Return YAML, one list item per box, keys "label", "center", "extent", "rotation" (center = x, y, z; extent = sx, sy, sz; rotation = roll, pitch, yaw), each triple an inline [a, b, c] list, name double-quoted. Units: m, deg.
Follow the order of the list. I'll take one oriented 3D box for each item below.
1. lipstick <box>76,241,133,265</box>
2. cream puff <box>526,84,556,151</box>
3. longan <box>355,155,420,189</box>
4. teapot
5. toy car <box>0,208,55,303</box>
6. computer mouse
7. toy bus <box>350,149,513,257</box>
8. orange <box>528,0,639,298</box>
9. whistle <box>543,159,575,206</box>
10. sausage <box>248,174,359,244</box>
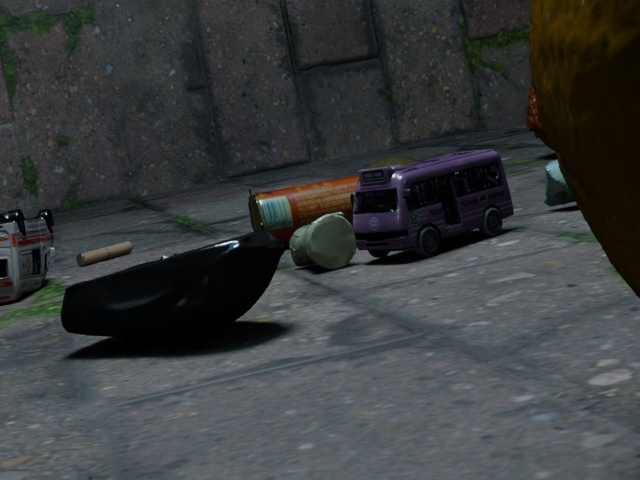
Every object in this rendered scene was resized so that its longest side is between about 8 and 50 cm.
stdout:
- label: "lipstick"
  center: [-0.313, 0.019, 1.812]
  extent: [0.019, 0.019, 0.094]
  rotation: [-4, 8, 41]
- label: "cream puff"
  center: [0.514, -0.273, 2.138]
  extent: [0.350, 0.228, 0.350]
  rotation: [-13, 8, 2]
- label: "longan"
  center: [0.098, -0.054, 1.495]
  extent: [0.113, 0.092, 0.113]
  rotation: [0, -13, 0]
- label: "teapot"
  center: [0.000, 0.000, 1.322]
  extent: [0.057, 0.067, 0.083]
  rotation: [34, -17, -17]
- label: "toy car"
  center: [-0.395, 0.020, 1.588]
  extent: [0.089, 0.108, 0.209]
  rotation: [-12, 2, 3]
- label: "computer mouse"
  center: [-0.119, 0.046, 1.047]
  extent: [0.217, 0.073, 0.122]
  rotation: [-13, 1, 39]
- label: "toy bus"
  center: [0.115, -0.042, 1.316]
  extent: [0.178, 0.098, 0.087]
  rotation: [-17, 10, -41]
- label: "orange"
  center: [0.248, -0.087, 0.551]
  extent: [0.322, 0.322, 0.357]
  rotation: [-9, 12, 13]
- label: "whistle"
  center: [0.411, -0.090, 1.434]
  extent: [0.312, 0.062, 0.062]
  rotation: [-11, 7, -1]
- label: "sausage"
  center: [0.041, -0.045, 1.585]
  extent: [0.264, 0.083, 0.083]
  rotation: [-10, 6, -16]
